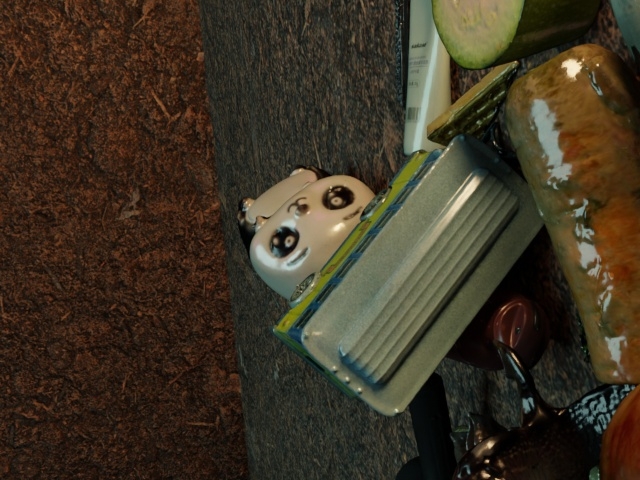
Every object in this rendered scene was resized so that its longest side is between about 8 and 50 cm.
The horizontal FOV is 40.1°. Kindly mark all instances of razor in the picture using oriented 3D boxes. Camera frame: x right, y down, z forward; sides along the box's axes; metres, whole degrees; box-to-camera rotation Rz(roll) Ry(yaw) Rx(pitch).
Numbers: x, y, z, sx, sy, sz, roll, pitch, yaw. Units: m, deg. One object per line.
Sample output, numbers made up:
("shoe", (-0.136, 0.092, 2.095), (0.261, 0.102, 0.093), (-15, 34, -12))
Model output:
("razor", (0.240, -0.096, 1.012), (0.066, 0.033, 0.190), (-56, 25, -1))

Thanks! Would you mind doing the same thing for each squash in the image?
("squash", (0.199, -0.260, 0.882), (0.170, 0.123, 0.170), (171, 90, -74))

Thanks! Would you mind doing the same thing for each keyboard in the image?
("keyboard", (0.119, -0.291, 1.288), (0.074, 0.015, 0.196), (-91, -3, -63))

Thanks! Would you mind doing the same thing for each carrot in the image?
("carrot", (0.262, -0.025, 0.794), (0.139, 0.139, 0.301), (173, 83, -74))

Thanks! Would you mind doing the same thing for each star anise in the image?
("star anise", (0.247, 0.310, 1.099), (0.197, 0.073, 0.212), (-34, 75, 63))

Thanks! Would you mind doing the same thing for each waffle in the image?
("waffle", (0.210, -0.164, 1.089), (0.153, 0.098, 0.023), (-41, 52, 33))

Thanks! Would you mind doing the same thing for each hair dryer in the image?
("hair dryer", (0.163, 0.293, 1.269), (0.189, 0.107, 0.352), (-139, 33, -62))

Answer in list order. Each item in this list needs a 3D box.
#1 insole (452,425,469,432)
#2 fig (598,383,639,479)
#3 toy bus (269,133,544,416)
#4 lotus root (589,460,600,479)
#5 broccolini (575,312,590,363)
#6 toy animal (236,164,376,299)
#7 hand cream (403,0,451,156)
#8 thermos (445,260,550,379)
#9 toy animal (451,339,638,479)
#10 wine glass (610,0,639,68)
("insole", (0.209, 0.358, 1.403), (0.253, 0.005, 0.086), (110, 147, -60))
("fig", (0.317, 0.182, 0.622), (0.235, 0.214, 0.235), (32, 138, 34))
("toy bus", (0.100, 0.038, 1.042), (0.152, 0.312, 0.190), (41, 168, -11))
("lotus root", (0.296, 0.324, 0.955), (0.183, 0.078, 0.203), (-47, 52, 48))
("broccolini", (0.307, 0.179, 0.892), (0.071, 0.058, 0.254), (13, -114, -65))
("toy animal", (0.000, 0.000, 1.536), (0.310, 0.251, 0.250), (-133, 37, -64))
("hand cream", (0.145, -0.265, 1.196), (0.109, 0.067, 0.320), (-155, 62, -72))
("thermos", (0.201, 0.096, 1.139), (0.109, 0.136, 0.330), (55, 167, -10))
("toy animal", (0.217, 0.198, 0.881), (0.197, 0.273, 0.160), (-123, 13, -45))
("wine glass", (0.262, -0.312, 0.629), (0.264, 0.096, 0.309), (112, 147, -80))
